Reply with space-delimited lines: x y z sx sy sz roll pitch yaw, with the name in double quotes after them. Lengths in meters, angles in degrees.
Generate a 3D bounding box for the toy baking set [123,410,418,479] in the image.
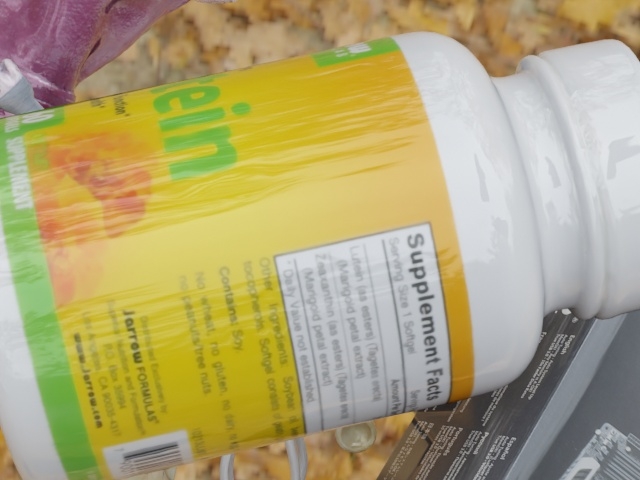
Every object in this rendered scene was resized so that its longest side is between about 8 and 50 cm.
-0.008 0.054 0.983 0.256 0.196 0.030 -18 14 1 "toy baking set"

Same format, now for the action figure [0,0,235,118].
-0.254 -0.123 1.470 0.248 0.276 0.370 15 88 35 "action figure"

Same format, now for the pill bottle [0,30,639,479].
0.000 0.000 0.650 0.246 0.136 0.136 -13 55 -5 "pill bottle"

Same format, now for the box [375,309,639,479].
0.150 0.123 0.811 0.076 0.242 0.307 4 53 51 "box"
